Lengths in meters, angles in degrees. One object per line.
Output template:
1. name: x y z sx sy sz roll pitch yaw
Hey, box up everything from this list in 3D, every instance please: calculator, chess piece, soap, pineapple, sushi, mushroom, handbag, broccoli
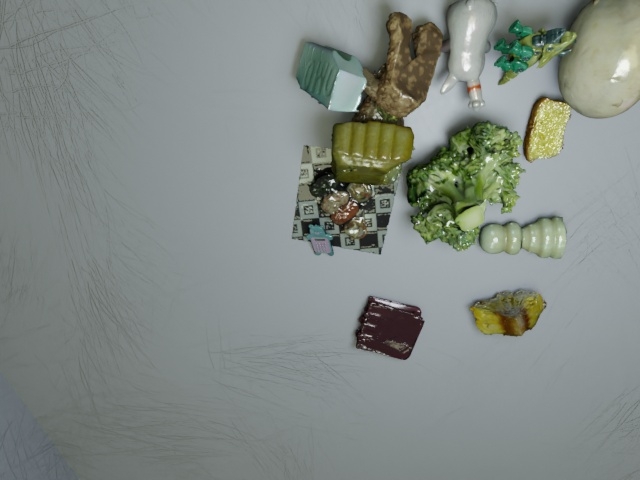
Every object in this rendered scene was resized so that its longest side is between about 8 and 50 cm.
1. calculator: 0.000 0.000 1.564 0.094 0.019 0.141 2 133 20
2. chess piece: 0.629 -0.008 1.487 0.243 0.133 0.133 0 113 13
3. soap: 0.026 -0.443 1.282 0.091 0.230 0.145 1 118 -33
4. pineapple: 0.623 0.240 1.549 0.237 0.186 0.114 -23 108 21
5. sushi: 0.075 -0.116 1.507 0.320 0.068 0.339 11 114 1
6. mushroom: 0.791 -0.465 1.178 0.336 0.314 0.314 0 113 5
7. handbag: 0.241 0.311 1.677 0.216 0.074 0.203 14 114 1
8. broccoli: 0.416 -0.145 1.368 0.277 0.317 0.339 42 150 -25

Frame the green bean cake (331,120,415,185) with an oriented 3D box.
1. green bean cake: 0.142 -0.241 1.346 0.233 0.236 0.124 5 82 3

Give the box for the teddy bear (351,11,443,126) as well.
1. teddy bear: 0.205 -0.446 1.317 0.246 0.223 0.295 2 92 -31

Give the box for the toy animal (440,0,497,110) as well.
1. toy animal: 0.396 -0.507 1.282 0.141 0.138 0.282 4 121 12

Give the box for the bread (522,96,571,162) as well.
1. bread: 0.657 -0.321 1.372 0.103 0.065 0.187 1 112 3

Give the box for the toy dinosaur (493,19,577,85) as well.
1. toy dinosaur: 0.521 -0.479 1.230 0.153 0.259 0.094 11 76 -17
